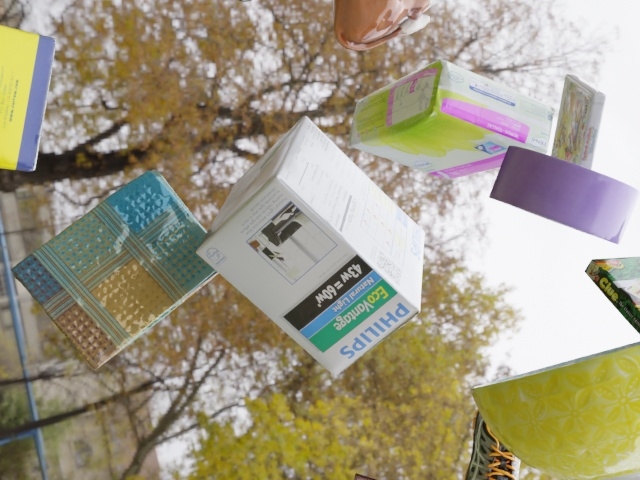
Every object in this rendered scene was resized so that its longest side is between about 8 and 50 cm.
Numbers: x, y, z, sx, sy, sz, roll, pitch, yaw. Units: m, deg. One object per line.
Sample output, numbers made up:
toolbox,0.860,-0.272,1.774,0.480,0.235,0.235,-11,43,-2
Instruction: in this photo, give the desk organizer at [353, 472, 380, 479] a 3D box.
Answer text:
desk organizer,0.100,0.366,1.135,0.050,0.130,0.047,-14,116,-74

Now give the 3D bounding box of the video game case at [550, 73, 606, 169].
video game case,0.429,-0.165,1.412,0.227,0.026,0.206,-76,172,-70

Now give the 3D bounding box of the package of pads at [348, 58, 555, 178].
package of pads,0.202,-0.190,1.386,0.296,0.229,0.101,-11,-115,66

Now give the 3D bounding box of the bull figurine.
bull figurine,0.090,-0.394,1.039,0.101,0.188,0.310,44,-44,42

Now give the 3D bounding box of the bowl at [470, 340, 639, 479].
bowl,0.329,0.204,0.939,0.289,0.289,0.156,-37,-115,62

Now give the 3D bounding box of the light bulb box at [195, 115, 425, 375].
light bulb box,0.000,0.000,1.622,0.225,0.361,0.358,-41,-166,23

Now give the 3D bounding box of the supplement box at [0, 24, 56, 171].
supplement box,-0.577,-0.224,1.131,0.194,0.356,0.195,21,-79,54

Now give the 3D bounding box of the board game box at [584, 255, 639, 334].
board game box,0.509,0.070,1.153,0.136,0.260,0.030,-122,-142,-47

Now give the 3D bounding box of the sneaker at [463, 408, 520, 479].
sneaker,0.268,0.338,1.266,0.083,0.084,0.215,107,-11,-57

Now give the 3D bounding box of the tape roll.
tape roll,0.337,-0.063,1.153,0.189,0.189,0.080,29,-78,57

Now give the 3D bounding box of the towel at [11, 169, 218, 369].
towel,-0.405,0.052,1.726,0.271,0.370,0.040,52,-26,-5
